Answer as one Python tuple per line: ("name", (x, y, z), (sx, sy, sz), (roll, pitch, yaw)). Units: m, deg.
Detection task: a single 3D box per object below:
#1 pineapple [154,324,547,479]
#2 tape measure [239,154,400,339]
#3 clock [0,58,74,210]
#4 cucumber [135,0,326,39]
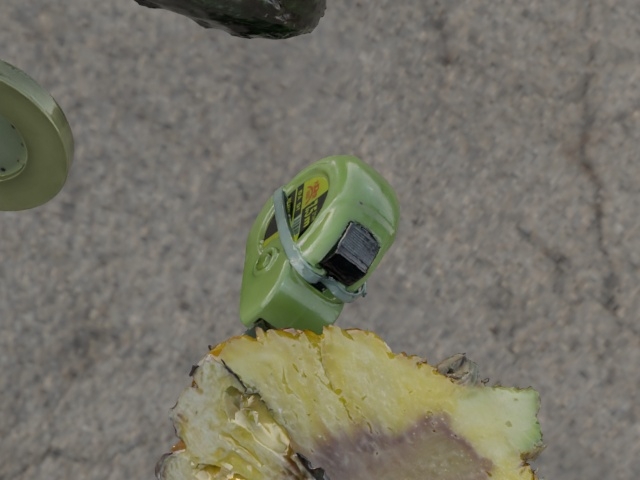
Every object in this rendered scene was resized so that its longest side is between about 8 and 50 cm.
("pineapple", (0.051, 0.222, 1.019), (0.344, 0.209, 0.286), (50, 35, 15))
("tape measure", (0.000, 0.000, 1.137), (0.087, 0.154, 0.177), (36, 29, -26))
("clock", (-0.400, -0.125, 1.521), (0.235, 0.235, 0.029), (22, 48, -7))
("cucumber", (-0.111, -0.149, 0.498), (0.303, 0.072, 0.081), (26, 22, -32))
